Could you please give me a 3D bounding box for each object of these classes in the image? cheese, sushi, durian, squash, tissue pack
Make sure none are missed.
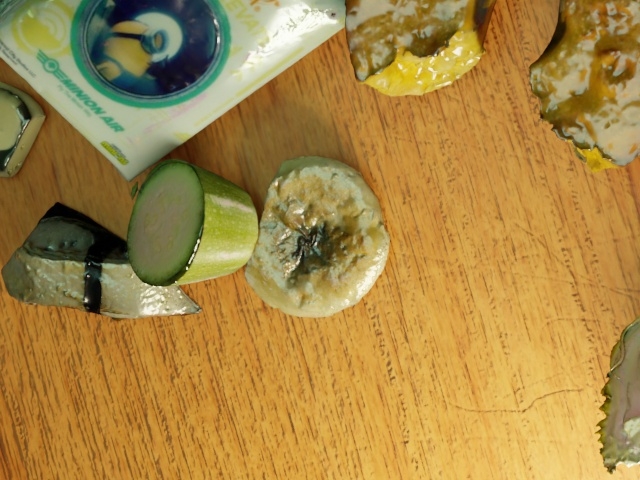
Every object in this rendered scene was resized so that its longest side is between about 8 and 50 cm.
[{"bbox_3d":[-0.511,-0.196,2.103,0.251,0.054,0.127,33,103,15],"label":"cheese"},{"bbox_3d":[-0.301,0.056,2.015,0.273,0.109,0.134,23,100,15],"label":"sushi"},{"bbox_3d":[0.455,0.144,1.755,0.305,0.185,0.196,-27,65,14],"label":"durian"},{"bbox_3d":[-0.167,-0.020,1.942,0.170,0.123,0.170,-5,83,47],"label":"squash"},{"bbox_3d":[-0.187,-0.293,1.874,0.388,0.162,0.287,-34,124,17],"label":"tissue pack"}]

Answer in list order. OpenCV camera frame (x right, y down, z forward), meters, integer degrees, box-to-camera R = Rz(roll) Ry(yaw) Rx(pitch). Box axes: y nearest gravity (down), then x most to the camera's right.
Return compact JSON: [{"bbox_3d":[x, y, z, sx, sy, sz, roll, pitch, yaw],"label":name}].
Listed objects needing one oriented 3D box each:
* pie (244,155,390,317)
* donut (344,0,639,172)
[{"bbox_3d":[0.001,0.000,1.943,0.185,0.052,0.218,16,100,13],"label":"pie"},{"bbox_3d":[0.266,-0.295,1.786,0.435,0.163,0.378,28,100,17],"label":"donut"}]
